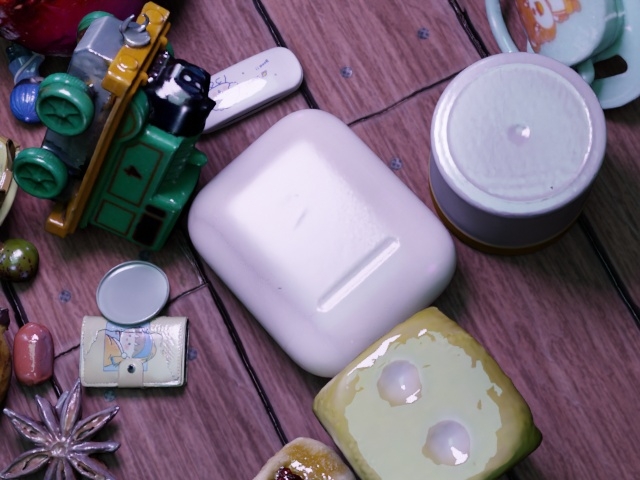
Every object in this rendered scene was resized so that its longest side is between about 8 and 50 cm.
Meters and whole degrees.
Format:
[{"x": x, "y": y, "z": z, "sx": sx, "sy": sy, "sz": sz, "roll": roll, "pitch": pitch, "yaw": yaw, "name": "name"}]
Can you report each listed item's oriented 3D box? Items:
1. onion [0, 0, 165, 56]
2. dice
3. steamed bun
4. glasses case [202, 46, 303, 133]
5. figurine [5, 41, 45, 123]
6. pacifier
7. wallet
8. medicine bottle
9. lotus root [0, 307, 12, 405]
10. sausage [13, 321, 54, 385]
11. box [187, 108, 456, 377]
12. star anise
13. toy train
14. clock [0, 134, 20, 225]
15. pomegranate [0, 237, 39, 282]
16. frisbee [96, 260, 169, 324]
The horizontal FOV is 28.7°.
[{"x": -0.438, "y": -0.434, "z": 1.857, "sx": 0.420, "sy": 0.398, "sz": 0.398, "roll": -23, "pitch": 72, "yaw": 37, "name": "onion"}, {"x": 0.138, "y": 0.245, "z": 1.671, "sx": 0.226, "sy": 0.238, "sz": 0.233, "roll": -36, "pitch": 76, "yaw": -6, "name": "dice"}, {"x": -0.050, "y": 0.363, "z": 1.674, "sx": 0.141, "sy": 0.155, "sz": 0.172, "roll": 37, "pitch": 114, "yaw": 30, "name": "steamed bun"}, {"x": -0.121, "y": -0.228, "z": 1.902, "sx": 0.197, "sy": 0.049, "sz": 0.076, "roll": -26, "pitch": 76, "yaw": -2, "name": "glasses case"}, {"x": -0.452, "y": -0.246, "z": 1.922, "sx": 0.077, "sy": 0.079, "sz": 0.136, "roll": -36, "pitch": 78, "yaw": 39, "name": "figurine"}, {"x": 0.394, "y": -0.367, "z": 1.829, "sx": 0.269, "sy": 0.288, "sz": 0.343, "roll": -26, "pitch": 105, "yaw": -39, "name": "pacifier"}, {"x": -0.273, "y": 0.163, "z": 1.826, "sx": 0.155, "sy": 0.039, "sz": 0.110, "roll": -1, "pitch": 75, "yaw": 5, "name": "wallet"}, {"x": 0.271, "y": -0.117, "z": 1.750, "sx": 0.237, "sy": 0.232, "sz": 0.238, "roll": -1, "pitch": 76, "yaw": 4, "name": "medicine bottle"}, {"x": -0.523, "y": 0.205, "z": 1.791, "sx": 0.145, "sy": 0.128, "sz": 0.260, "roll": 29, "pitch": 87, "yaw": 2, "name": "lotus root"}, {"x": -0.417, "y": 0.166, "z": 1.826, "sx": 0.054, "sy": 0.059, "sz": 0.094, "roll": -14, "pitch": 73, "yaw": 43, "name": "sausage"}, {"x": 0.000, "y": 0.000, "z": 1.791, "sx": 0.288, "sy": 0.141, "sz": 0.349, "roll": -42, "pitch": 76, "yaw": -7, "name": "box"}, {"x": -0.368, "y": 0.302, "z": 1.791, "sx": 0.195, "sy": 0.065, "sz": 0.182, "roll": -21, "pitch": 80, "yaw": -5, "name": "star anise"}, {"x": -0.272, "y": -0.144, "z": 1.745, "sx": 0.249, "sy": 0.429, "sz": 0.178, "roll": 26, "pitch": 47, "yaw": -7, "name": "toy train"}, {"x": -0.493, "y": -0.079, "z": 1.813, "sx": 0.069, "sy": 0.232, "sz": 0.170, "roll": 24, "pitch": 67, "yaw": -32, "name": "clock"}, {"x": -0.456, "y": 0.027, "z": 1.850, "sx": 0.073, "sy": 0.084, "sz": 0.073, "roll": -8, "pitch": 68, "yaw": 20, "name": "pomegranate"}, {"x": -0.276, "y": 0.078, "z": 1.844, "sx": 0.110, "sy": 0.014, "sz": 0.110, "roll": -2, "pitch": 56, "yaw": 3, "name": "frisbee"}]
